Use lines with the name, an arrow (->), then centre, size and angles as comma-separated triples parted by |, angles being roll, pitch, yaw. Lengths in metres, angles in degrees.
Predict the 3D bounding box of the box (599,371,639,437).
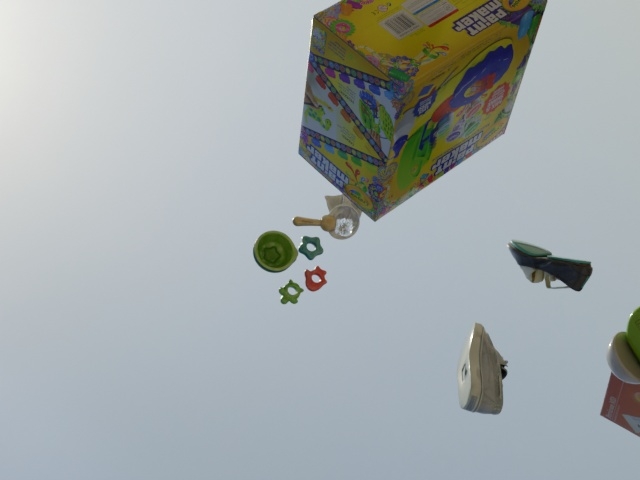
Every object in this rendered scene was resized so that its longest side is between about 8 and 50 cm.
box -> 0.730, 0.307, 2.130 | 0.345, 0.215, 0.168 | 29, -117, 23

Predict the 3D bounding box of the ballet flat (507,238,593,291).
ballet flat -> 0.411, 0.050, 2.065 | 0.074, 0.074, 0.203 | 24, 178, -36

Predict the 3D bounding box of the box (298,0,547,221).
box -> 0.138, -0.232, 1.626 | 0.290, 0.279, 0.177 | -34, -116, -27

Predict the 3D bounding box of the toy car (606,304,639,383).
toy car -> 0.486, 0.153, 1.495 | 0.136, 0.159, 0.182 | -25, -105, -46

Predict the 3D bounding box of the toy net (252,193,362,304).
toy net -> 0.000, 0.000, 1.835 | 0.232, 0.045, 0.122 | -36, -97, -26

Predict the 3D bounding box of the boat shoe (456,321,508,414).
boat shoe -> 0.295, 0.235, 2.036 | 0.081, 0.079, 0.227 | 20, -147, -5
